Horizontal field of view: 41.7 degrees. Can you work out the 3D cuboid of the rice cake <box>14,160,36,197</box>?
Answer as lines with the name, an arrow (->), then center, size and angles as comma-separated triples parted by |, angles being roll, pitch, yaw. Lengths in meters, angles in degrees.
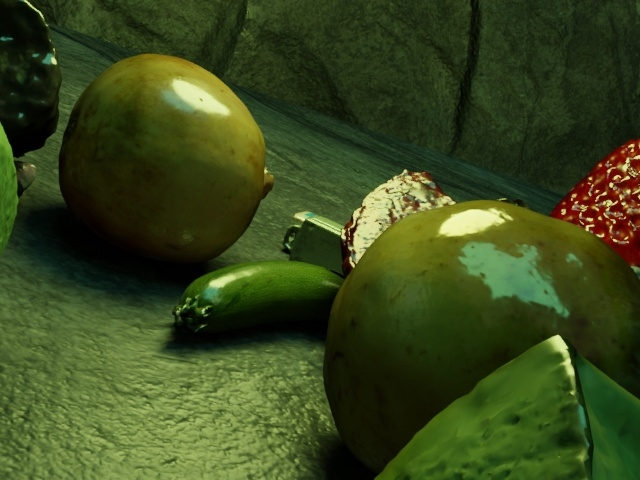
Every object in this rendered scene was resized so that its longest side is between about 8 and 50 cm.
rice cake -> -0.393, -0.052, 0.902 | 0.055, 0.049, 0.270 | 24, 16, 8

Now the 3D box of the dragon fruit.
dragon fruit -> 0.110, 0.079, 0.994 | 0.205, 0.152, 0.317 | -9, 49, -29

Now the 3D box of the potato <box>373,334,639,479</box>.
potato -> 0.103, 0.255, 0.334 | 0.280, 0.213, 0.330 | 43, 32, -17

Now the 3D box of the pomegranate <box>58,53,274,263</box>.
pomegranate -> -0.171, -0.092, 1.008 | 0.270, 0.229, 0.252 | 19, 16, -33

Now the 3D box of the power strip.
power strip -> 0.077, 0.046, 1.154 | 0.272, 0.078, 0.052 | 25, 13, 14

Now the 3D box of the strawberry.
strawberry -> 0.591, -0.020, 1.566 | 0.317, 0.345, 0.295 | 25, 14, 11

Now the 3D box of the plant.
plant -> -0.406, -0.184, 0.969 | 0.199, 0.188, 0.276 | -20, 5, -27

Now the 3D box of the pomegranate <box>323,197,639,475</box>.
pomegranate -> 0.147, 0.106, 0.719 | 0.307, 0.307, 0.307 | 20, 16, -6

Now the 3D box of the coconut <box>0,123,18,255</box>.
coconut -> -0.376, -0.072, 0.574 | 0.328, 0.281, 0.328 | 12, 53, -17

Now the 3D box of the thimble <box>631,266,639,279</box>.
thimble -> 0.492, 0.153, 1.192 | 0.236, 0.172, 0.205 | 20, 18, 3

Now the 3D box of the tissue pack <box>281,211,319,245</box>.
tissue pack -> 0.000, 0.000, 1.239 | 0.094, 0.059, 0.074 | 26, 14, 14

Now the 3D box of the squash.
squash -> -0.056, 0.062, 0.939 | 0.071, 0.080, 0.318 | -14, -11, 38
